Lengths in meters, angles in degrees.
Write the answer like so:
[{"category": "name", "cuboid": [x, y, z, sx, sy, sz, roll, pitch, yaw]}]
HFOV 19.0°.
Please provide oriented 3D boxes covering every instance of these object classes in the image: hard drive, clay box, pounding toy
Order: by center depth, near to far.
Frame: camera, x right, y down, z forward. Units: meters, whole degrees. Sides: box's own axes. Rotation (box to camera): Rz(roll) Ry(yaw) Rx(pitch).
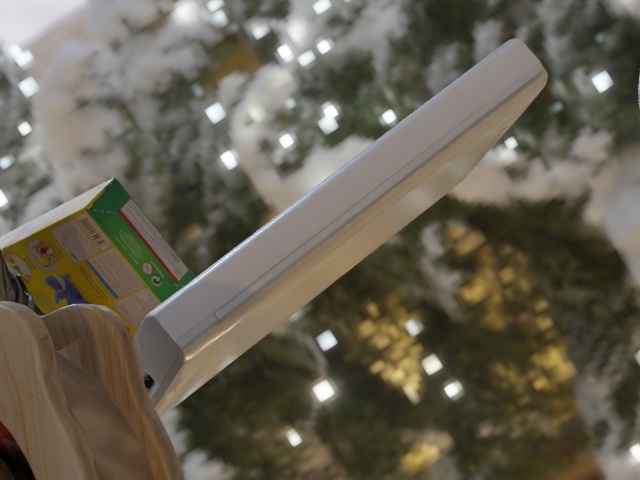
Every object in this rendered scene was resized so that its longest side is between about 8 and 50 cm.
[{"category": "pounding toy", "cuboid": [-0.113, 0.155, 0.875, 0.155, 0.154, 0.270, 6, -122, -61]}, {"category": "hard drive", "cuboid": [0.000, 0.000, 1.247, 0.040, 0.307, 0.203, 50, 157, 6]}, {"category": "clay box", "cuboid": [-0.215, 0.037, 1.667, 0.127, 0.222, 0.053, 52, -131, -15]}]

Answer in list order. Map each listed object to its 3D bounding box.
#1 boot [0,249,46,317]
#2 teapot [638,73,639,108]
[{"category": "boot", "cuboid": [-0.301, -0.005, 1.501, 0.246, 0.083, 0.161, 46, 170, 40]}, {"category": "teapot", "cuboid": [0.308, -0.106, 1.015, 0.187, 0.252, 0.256, 31, -151, -12]}]
